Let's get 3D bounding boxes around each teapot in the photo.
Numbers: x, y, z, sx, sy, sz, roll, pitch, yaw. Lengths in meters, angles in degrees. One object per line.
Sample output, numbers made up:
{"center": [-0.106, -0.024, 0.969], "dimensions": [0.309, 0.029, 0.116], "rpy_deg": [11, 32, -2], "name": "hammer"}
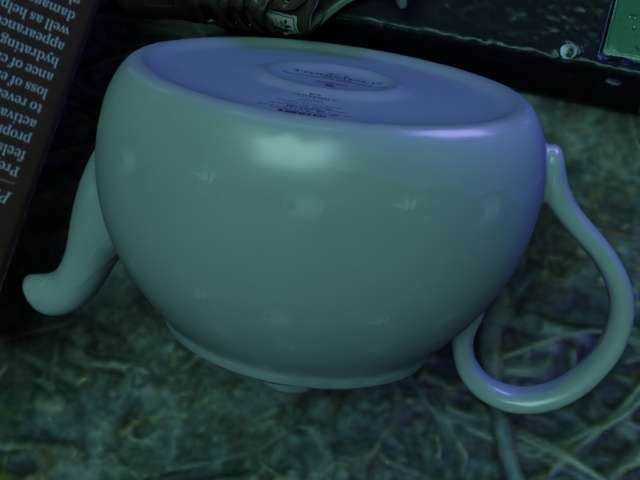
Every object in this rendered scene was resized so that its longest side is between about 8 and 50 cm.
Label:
{"center": [0.000, 0.000, 0.530], "dimensions": [0.256, 0.252, 0.187], "rpy_deg": [30, 121, 48], "name": "teapot"}

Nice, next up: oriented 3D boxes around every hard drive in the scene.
{"center": [0.115, -0.222, 0.639], "dimensions": [0.338, 0.064, 0.237], "rpy_deg": [13, 76, 15], "name": "hard drive"}

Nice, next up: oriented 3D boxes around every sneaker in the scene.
{"center": [-0.034, -0.156, 0.577], "dimensions": [0.188, 0.066, 0.071], "rpy_deg": [-14, 71, 7], "name": "sneaker"}

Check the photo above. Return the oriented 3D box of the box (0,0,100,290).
{"center": [-0.241, -0.143, 0.577], "dimensions": [0.191, 0.143, 0.382], "rpy_deg": [21, 82, -26], "name": "box"}
